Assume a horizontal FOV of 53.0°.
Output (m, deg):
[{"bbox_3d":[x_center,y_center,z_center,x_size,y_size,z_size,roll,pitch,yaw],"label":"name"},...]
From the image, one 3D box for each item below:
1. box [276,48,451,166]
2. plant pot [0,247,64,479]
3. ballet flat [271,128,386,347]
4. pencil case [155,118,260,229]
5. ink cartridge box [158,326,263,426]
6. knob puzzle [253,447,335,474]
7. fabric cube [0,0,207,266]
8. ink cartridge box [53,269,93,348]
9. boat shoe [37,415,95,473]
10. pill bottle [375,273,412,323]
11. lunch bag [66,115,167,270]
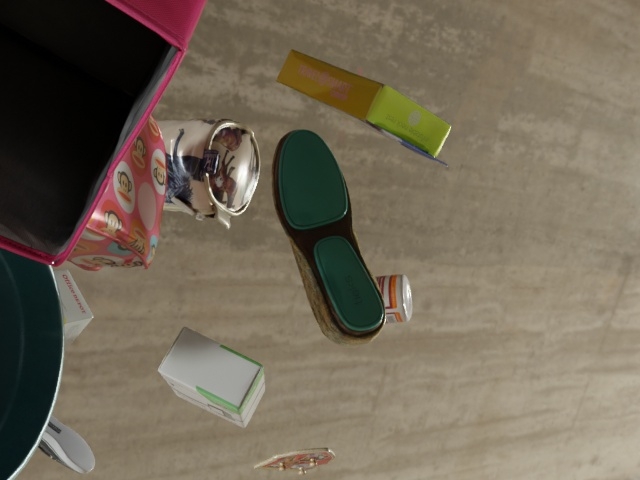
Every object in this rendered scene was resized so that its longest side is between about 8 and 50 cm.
[{"bbox_3d":[0.046,-0.136,0.644,0.109,0.042,0.178,17,-166,-42],"label":"box"},{"bbox_3d":[-0.422,0.100,0.575,0.255,0.271,0.271,-2,-169,10],"label":"plant pot"},{"bbox_3d":[0.000,0.000,0.976,0.123,0.123,0.348,0,-117,-44],"label":"ballet flat"},{"bbox_3d":[-0.320,-0.118,1.118,0.411,0.183,0.160,1,144,21],"label":"pencil case"},{"bbox_3d":[-0.252,0.341,1.560,0.211,0.121,0.289,24,156,8],"label":"ink cartridge box"},{"bbox_3d":[-0.046,0.575,1.661,0.213,0.213,0.029,7,-125,-23],"label":"knob puzzle"},{"bbox_3d":[-0.237,-0.187,0.490,0.254,0.259,0.258,27,-138,-21],"label":"fabric cube"},{"bbox_3d":[-0.574,0.150,1.269,0.176,0.127,0.128,-6,-123,-56],"label":"ink cartridge box"},{"bbox_3d":[-0.403,0.304,0.970,0.142,0.040,0.049,45,-163,-4],"label":"boat shoe"},{"bbox_3d":[0.082,0.108,1.148,0.152,0.086,0.086,-6,-172,18],"label":"pill bottle"},{"bbox_3d":[-0.283,-0.111,0.798,0.120,0.258,0.293,0,162,7],"label":"lunch bag"}]
